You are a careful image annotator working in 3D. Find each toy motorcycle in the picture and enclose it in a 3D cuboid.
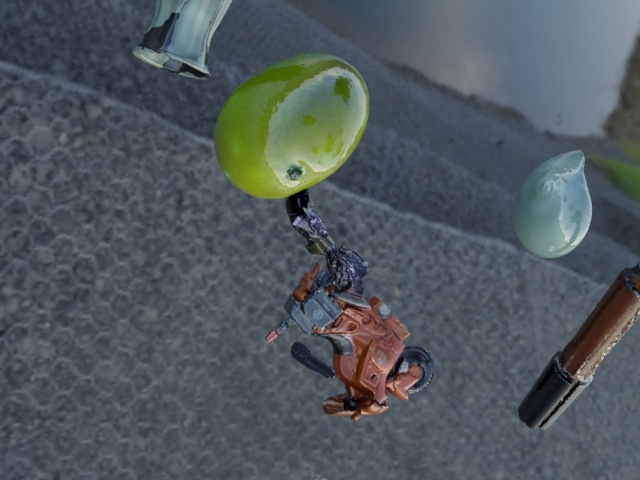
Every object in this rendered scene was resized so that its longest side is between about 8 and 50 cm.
[{"bbox_3d":[0.051,0.200,2.057,0.326,0.221,0.148,49,-5,-16],"label":"toy motorcycle"}]

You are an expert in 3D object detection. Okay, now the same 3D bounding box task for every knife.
[{"bbox_3d":[-0.011,0.216,1.983,0.031,0.121,0.018,-55,139,-8],"label":"knife"}]

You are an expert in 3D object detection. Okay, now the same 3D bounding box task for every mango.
[{"bbox_3d":[-0.027,-0.160,1.438,0.273,0.185,0.149,-49,122,-44],"label":"mango"}]

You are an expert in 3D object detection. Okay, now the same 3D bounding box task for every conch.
[{"bbox_3d":[0.390,-0.067,1.860,0.121,0.185,0.221,31,13,-3],"label":"conch"}]

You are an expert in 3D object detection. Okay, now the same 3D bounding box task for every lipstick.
[{"bbox_3d":[0.445,0.181,1.857,0.077,0.418,0.077,12,45,-13],"label":"lipstick"}]

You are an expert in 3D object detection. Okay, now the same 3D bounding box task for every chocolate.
[{"bbox_3d":[0.000,0.001,1.491,0.147,0.070,0.072,47,8,0],"label":"chocolate"}]

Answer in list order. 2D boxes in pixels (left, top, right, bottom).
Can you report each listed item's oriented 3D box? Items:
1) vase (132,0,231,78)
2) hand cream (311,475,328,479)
[{"bbox_3d":[-0.159,-0.418,1.587,0.165,0.165,0.360,23,84,-55],"label":"vase"},{"bbox_3d":[0.044,0.374,1.549,0.039,0.143,0.061,-67,172,20],"label":"hand cream"}]
